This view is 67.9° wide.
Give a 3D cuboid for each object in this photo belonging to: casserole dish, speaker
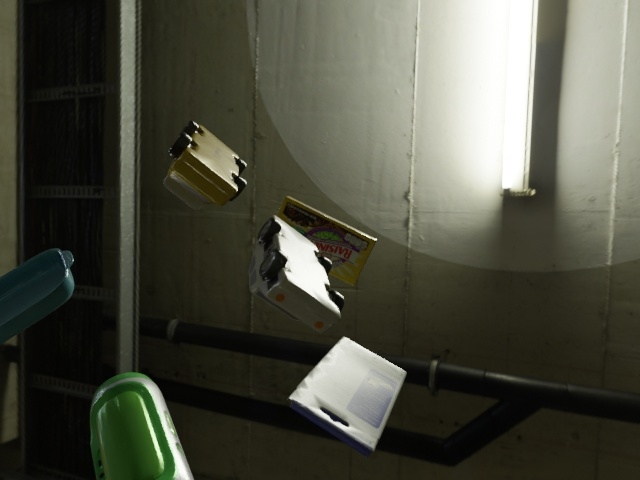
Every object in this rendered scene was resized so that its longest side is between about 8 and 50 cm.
[{"bbox_3d":[-0.410,0.084,0.639,0.188,0.037,0.114,-36,-137,-15],"label":"casserole dish"},{"bbox_3d":[-0.292,0.352,0.772,0.296,0.131,0.131,41,-72,49],"label":"speaker"}]

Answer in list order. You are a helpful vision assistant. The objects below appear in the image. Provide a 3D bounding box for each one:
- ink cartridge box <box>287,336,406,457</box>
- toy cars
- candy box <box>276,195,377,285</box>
[{"bbox_3d":[0.056,0.295,0.909,0.165,0.332,0.065,28,-76,15],"label":"ink cartridge box"},{"bbox_3d":[-0.105,-0.021,0.610,0.087,0.176,0.394,-47,-117,12],"label":"toy cars"},{"bbox_3d":[0.000,0.000,0.968,0.206,0.027,0.105,26,-76,10],"label":"candy box"}]
